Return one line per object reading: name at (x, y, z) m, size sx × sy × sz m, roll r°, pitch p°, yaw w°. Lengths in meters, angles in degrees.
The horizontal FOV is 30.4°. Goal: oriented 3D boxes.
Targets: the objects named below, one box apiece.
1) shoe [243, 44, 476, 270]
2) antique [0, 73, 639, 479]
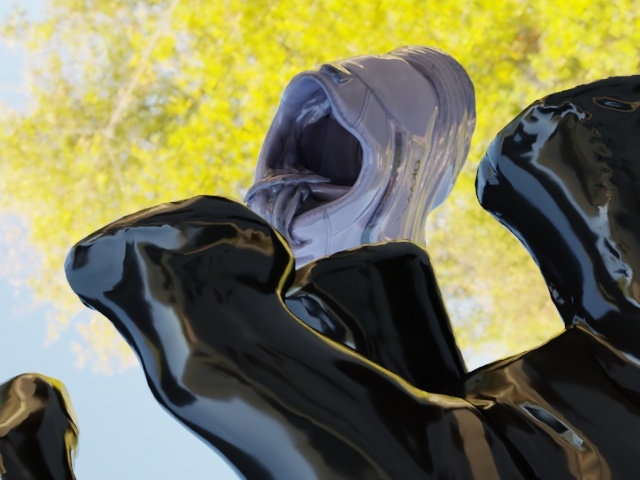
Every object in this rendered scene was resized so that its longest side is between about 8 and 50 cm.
shoe at (0.000, 0.000, 0.680) m, size 0.095 × 0.245 × 0.138 m, roll 31°, pitch -162°, yaw 30°
antique at (0.069, 0.101, 0.370) m, size 0.185 × 0.322 × 0.255 m, roll 111°, pitch 143°, yaw -69°
